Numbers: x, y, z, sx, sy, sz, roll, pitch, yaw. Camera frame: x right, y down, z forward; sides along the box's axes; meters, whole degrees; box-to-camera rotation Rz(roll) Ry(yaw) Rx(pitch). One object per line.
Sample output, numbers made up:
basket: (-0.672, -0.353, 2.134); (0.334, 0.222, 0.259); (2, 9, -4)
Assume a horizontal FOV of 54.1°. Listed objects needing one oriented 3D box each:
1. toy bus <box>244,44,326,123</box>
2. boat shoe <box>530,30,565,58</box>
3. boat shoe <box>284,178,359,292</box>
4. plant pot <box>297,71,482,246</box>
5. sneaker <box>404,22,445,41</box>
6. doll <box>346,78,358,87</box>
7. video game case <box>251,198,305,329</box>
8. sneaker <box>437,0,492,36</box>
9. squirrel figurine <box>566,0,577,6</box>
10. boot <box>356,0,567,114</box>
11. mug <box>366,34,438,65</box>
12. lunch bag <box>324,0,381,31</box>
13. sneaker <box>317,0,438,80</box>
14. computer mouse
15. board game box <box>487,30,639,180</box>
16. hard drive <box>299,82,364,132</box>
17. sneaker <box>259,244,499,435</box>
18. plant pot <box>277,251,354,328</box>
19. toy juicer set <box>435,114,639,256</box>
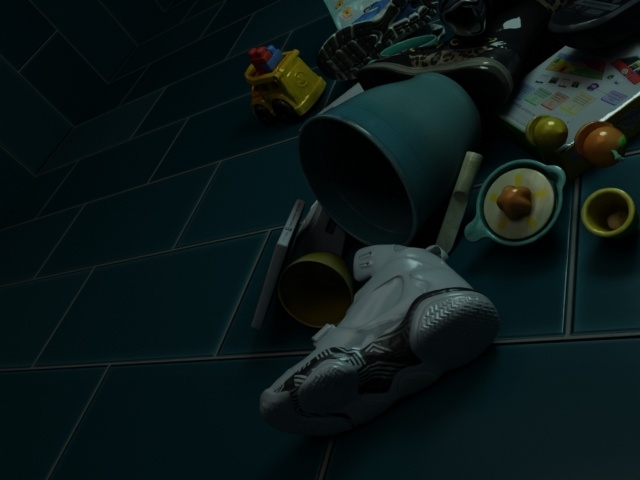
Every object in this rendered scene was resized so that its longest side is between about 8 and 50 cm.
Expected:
toy bus: (-0.131, -0.441, 1.710); (0.220, 0.211, 0.149); (5, 56, 48)
boat shoe: (0.466, -0.389, 1.239); (0.049, 0.056, 0.152); (-14, 26, -8)
boat shoe: (0.000, 0.000, 1.218); (0.258, 0.095, 0.084); (-61, 9, -20)
plant pot: (0.144, -0.161, 1.119); (0.255, 0.271, 0.272); (-39, 31, -26)
sneaker: (0.249, -0.484, 1.541); (0.061, 0.053, 0.152); (18, 64, 48)
doll: (0.121, -0.442, 1.617); (0.189, 0.046, 0.129); (1, 51, 40)
video game case: (-0.076, 0.041, 1.146); (0.173, 0.022, 0.190); (-72, 2, -60)
sneaker: (0.315, -0.447, 1.109); (0.226, 0.086, 0.163); (-13, 45, 24)
squirrel figurine: (0.470, -0.685, 1.274); (0.370, 0.397, 0.281); (-41, 23, -20)
boot: (0.275, -0.381, 1.248); (0.284, 0.138, 0.377); (-50, 32, -18)
mug: (0.200, -0.396, 1.430); (0.158, 0.097, 0.129); (-1, 31, 37)
lunch bag: (0.144, -0.623, 1.707); (0.223, 0.160, 0.262); (-26, 51, 12)
sneaker: (0.140, -0.514, 1.563); (0.330, 0.129, 0.147); (-31, 16, 12)
computer mouse: (0.519, -0.387, 1.059); (0.272, 0.072, 0.188); (-25, 33, -1)
board game box: (0.477, -0.264, 1.071); (0.317, 0.064, 0.242); (-36, 35, 5)
hard drive: (0.098, -0.247, 1.423); (0.233, 0.047, 0.353); (-37, 34, 4)
sneaker: (0.068, 0.139, 0.949); (0.366, 0.137, 0.210); (-29, 35, 7)
plant pot: (0.004, 0.073, 1.100); (0.134, 0.134, 0.095); (-20, 18, 27)
toy juicer set: (0.303, -0.091, 0.957); (0.329, 0.090, 0.209); (-7, 74, 40)
